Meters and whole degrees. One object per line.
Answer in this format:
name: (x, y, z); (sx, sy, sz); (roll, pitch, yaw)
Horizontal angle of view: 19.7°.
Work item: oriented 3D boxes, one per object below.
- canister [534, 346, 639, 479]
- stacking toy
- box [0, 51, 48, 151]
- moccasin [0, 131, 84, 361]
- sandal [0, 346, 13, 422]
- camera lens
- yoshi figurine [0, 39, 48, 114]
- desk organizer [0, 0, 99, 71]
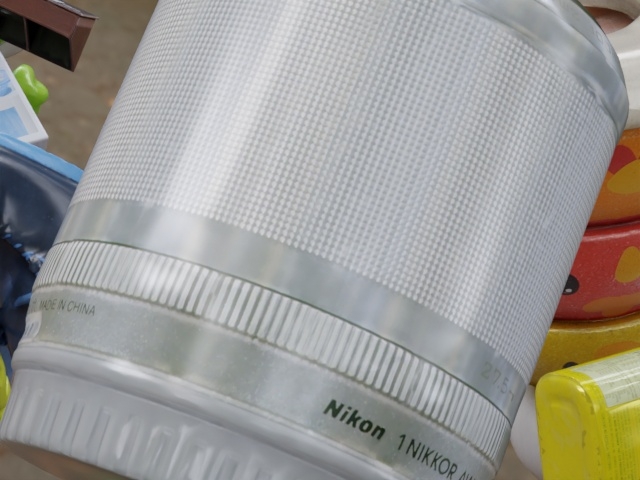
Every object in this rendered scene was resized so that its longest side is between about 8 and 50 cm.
canister: (0.234, 0.129, 1.259); (0.170, 0.126, 0.073); (-12, 10, -30)
stacking toy: (0.216, 0.003, 1.526); (0.351, 0.479, 0.350); (-6, 29, 3)
box: (-0.342, -0.071, 1.498); (0.203, 0.103, 0.114); (-21, 68, -29)
moccasin: (-0.130, 0.040, 1.024); (0.342, 0.117, 0.137); (26, -22, 17)
sandal: (-0.267, 0.021, 1.376); (0.126, 0.317, 0.138); (17, 54, -2)
camera lens: (0.000, 0.000, 0.826); (0.219, 0.274, 0.219); (21, -14, 5)
yoshi figurine: (-0.336, -0.204, 1.688); (0.204, 0.362, 0.203); (13, 53, -47)
desk organizer: (-0.251, -0.184, 1.486); (0.130, 0.050, 0.047); (25, 8, 8)
